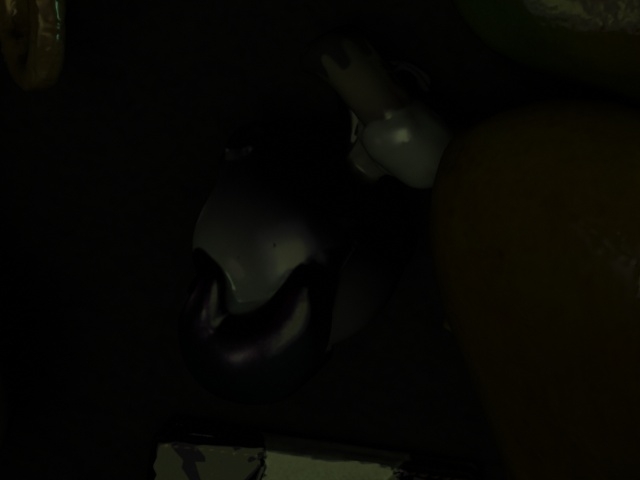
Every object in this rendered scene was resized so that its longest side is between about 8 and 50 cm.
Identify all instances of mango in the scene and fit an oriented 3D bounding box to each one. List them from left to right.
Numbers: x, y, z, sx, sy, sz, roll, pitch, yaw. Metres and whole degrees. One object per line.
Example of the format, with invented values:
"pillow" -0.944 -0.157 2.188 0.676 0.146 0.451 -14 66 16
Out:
"mango" 0.163 -0.146 0.991 0.191 0.085 0.122 20 97 -6
"mango" 0.224 0.106 0.968 0.445 0.220 0.301 51 135 -1

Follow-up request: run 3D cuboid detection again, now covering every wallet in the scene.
"wallet" -0.015 0.258 1.137 0.221 0.071 0.262 8 100 8

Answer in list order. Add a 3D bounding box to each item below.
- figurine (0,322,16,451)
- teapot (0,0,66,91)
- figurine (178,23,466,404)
"figurine" -0.278 0.023 1.049 0.203 0.248 0.381 6 95 -15
"teapot" -0.179 -0.241 0.985 0.203 0.167 0.311 -11 107 -21
"figurine" 0.000 0.000 1.029 0.145 0.145 0.222 39 106 -2
